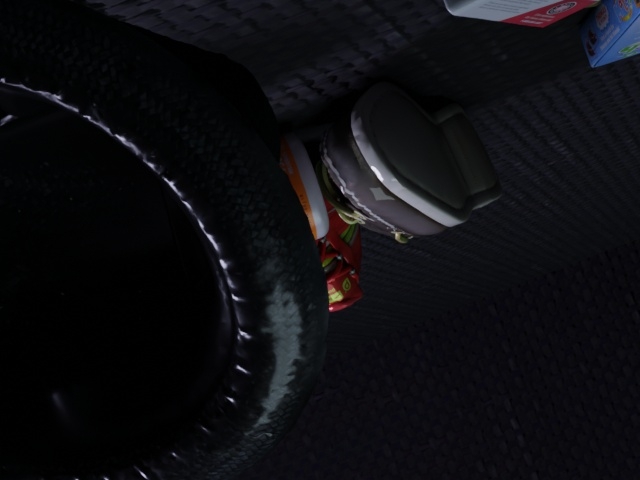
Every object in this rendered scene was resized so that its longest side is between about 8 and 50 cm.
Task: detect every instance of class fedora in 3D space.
[{"bbox_3d":[-0.139,-0.022,0.944,0.334,0.334,0.152,-26,-157,34],"label":"fedora"}]

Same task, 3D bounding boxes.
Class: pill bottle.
[{"bbox_3d":[-0.077,-0.020,1.471,0.152,0.086,0.086,-19,171,-6],"label":"pill bottle"}]

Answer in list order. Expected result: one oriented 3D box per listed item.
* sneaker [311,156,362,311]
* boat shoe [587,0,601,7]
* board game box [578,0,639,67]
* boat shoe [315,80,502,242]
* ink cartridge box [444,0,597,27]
[{"bbox_3d":[0.000,0.000,1.657,0.107,0.118,0.279,-21,171,4],"label":"sneaker"},{"bbox_3d":[0.118,-0.164,1.162,0.153,0.048,0.056,-7,-150,-42],"label":"boat shoe"},{"bbox_3d":[0.283,-0.188,1.389,0.160,0.039,0.211,-18,171,-9],"label":"board game box"},{"bbox_3d":[0.055,-0.051,1.499,0.096,0.117,0.324,-26,176,16],"label":"boat shoe"},{"bbox_3d":[0.154,-0.181,1.025,0.175,0.072,0.127,-24,170,27],"label":"ink cartridge box"}]
